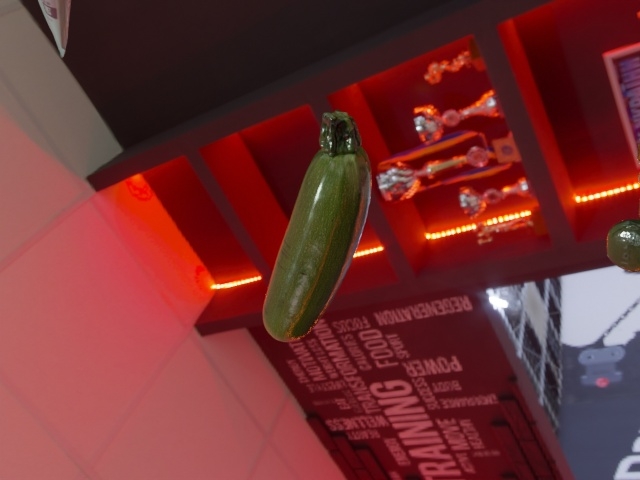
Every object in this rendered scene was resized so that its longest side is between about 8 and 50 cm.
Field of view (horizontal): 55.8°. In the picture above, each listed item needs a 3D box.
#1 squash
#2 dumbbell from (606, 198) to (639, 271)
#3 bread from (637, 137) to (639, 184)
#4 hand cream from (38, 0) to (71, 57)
[{"bbox_3d":[0.000,0.000,0.540,0.066,0.252,0.066,13,-142,-10],"label":"squash"},{"bbox_3d":[0.318,-0.014,0.584,0.118,0.046,0.052,-32,-52,-39],"label":"dumbbell"},{"bbox_3d":[0.225,-0.121,0.279,0.105,0.233,0.076,28,-161,-38],"label":"bread"},{"bbox_3d":[-0.284,-0.325,0.641,0.058,0.331,0.085,-24,-98,-25],"label":"hand cream"}]
